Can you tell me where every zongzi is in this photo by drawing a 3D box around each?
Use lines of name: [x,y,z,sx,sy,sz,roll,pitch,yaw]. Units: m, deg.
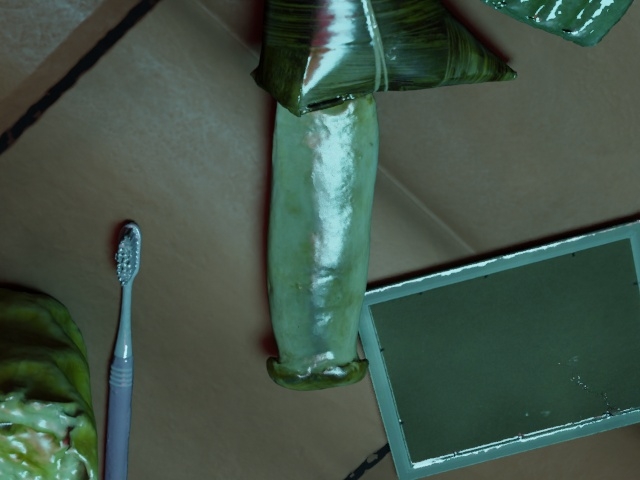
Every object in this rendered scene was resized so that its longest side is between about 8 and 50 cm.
zongzi: [0.065,-0.242,1.612,0.241,0.111,0.247,-8,115,-21]

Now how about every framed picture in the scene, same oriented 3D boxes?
framed picture: [0.193,0.109,1.841,0.293,0.018,0.231,-14,117,2]

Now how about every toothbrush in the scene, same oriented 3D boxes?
toothbrush: [-0.194,0.144,1.814,0.024,0.029,0.354,9,117,5]

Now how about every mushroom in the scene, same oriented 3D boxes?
mushroom: [0.000,0.000,1.734,0.100,0.081,0.312,0,113,-5]

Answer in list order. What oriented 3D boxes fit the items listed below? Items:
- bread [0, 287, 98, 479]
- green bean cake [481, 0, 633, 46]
bread: [-0.312,0.169,1.693,0.239,0.252,0.196,0,116,-3]
green bean cake: [0.168,-0.248,1.562,0.173,0.181,0.094,24,115,-19]
